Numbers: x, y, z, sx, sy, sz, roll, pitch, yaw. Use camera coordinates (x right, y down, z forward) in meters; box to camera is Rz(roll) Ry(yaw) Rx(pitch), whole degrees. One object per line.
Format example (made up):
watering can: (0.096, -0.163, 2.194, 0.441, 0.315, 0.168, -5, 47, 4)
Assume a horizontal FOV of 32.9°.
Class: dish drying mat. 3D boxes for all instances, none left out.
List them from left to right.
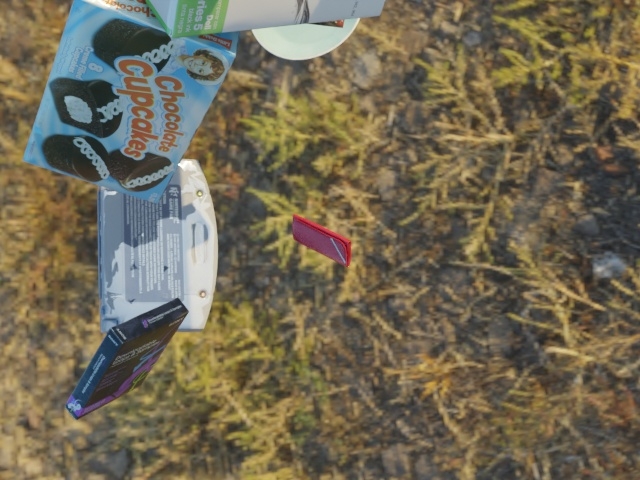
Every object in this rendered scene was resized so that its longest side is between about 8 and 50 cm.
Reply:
dish drying mat: (0.000, 0.000, 1.124, 0.083, 0.008, 0.032, 26, 129, 39)

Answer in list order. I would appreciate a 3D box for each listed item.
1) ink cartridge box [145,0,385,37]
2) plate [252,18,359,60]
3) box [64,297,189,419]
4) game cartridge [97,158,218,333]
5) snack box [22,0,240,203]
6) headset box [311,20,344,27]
ink cartridge box: (-0.075, -0.338, 1.219, 0.198, 0.273, 0.114, 56, 144, 35)
plate: (-0.021, -0.362, 1.664, 0.188, 0.024, 0.188, -3, 78, 16)
box: (-0.237, 0.145, 1.326, 0.029, 0.116, 0.162, 46, 128, 15)
game cartridge: (-0.270, 0.008, 1.798, 0.060, 0.196, 0.294, 142, 127, -70)
snack box: (-0.237, -0.175, 1.318, 0.322, 0.187, 0.060, 128, 155, -51)
headset box: (-0.007, -0.317, 1.490, 0.062, 0.083, 0.032, 13, 92, 26)
